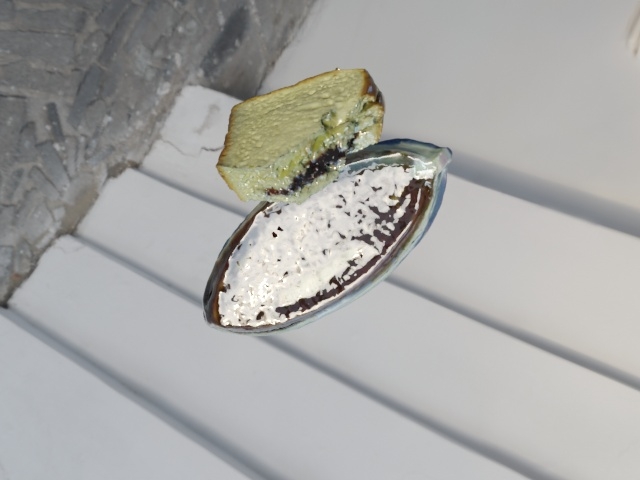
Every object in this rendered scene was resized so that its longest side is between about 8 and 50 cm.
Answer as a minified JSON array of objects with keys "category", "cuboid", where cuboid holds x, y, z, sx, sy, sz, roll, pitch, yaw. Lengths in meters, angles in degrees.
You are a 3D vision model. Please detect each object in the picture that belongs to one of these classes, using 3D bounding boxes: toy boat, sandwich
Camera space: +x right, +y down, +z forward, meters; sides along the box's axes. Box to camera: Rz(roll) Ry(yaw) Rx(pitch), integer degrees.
[{"category":"toy boat","cuboid":[0.000,0.000,0.548,0.262,0.114,0.115,-36,-178,10]},{"category":"sandwich","cuboid":[-0.009,-0.064,0.391,0.093,0.105,0.035,-95,162,-49]}]
